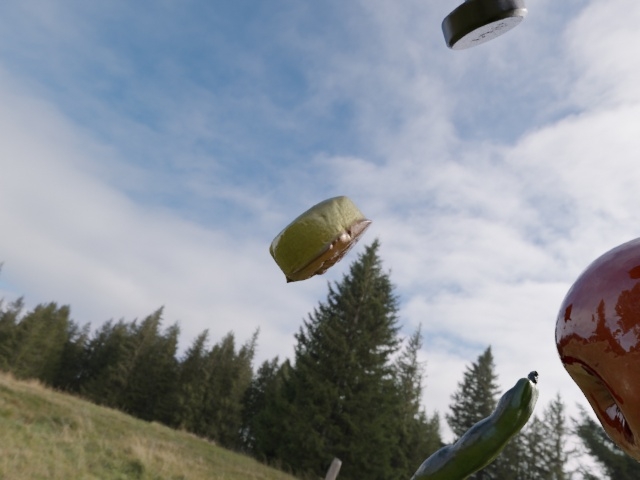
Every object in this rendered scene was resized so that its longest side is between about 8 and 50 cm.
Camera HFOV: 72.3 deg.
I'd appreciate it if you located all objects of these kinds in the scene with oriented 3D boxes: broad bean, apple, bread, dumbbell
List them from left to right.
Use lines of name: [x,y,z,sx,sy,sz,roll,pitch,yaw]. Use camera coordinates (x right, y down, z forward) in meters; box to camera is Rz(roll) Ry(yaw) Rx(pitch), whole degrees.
bread: [0.000,0.000,1.113,0.148,0.270,0.270,54,-28,4]
dumbbell: [0.180,-0.348,0.541,0.100,0.100,0.191,-12,-83,48]
broad bean: [0.208,0.274,0.588,0.046,0.254,0.065,42,8,-10]
apple: [0.392,0.124,0.468,0.217,0.260,0.260,-30,-38,1]
